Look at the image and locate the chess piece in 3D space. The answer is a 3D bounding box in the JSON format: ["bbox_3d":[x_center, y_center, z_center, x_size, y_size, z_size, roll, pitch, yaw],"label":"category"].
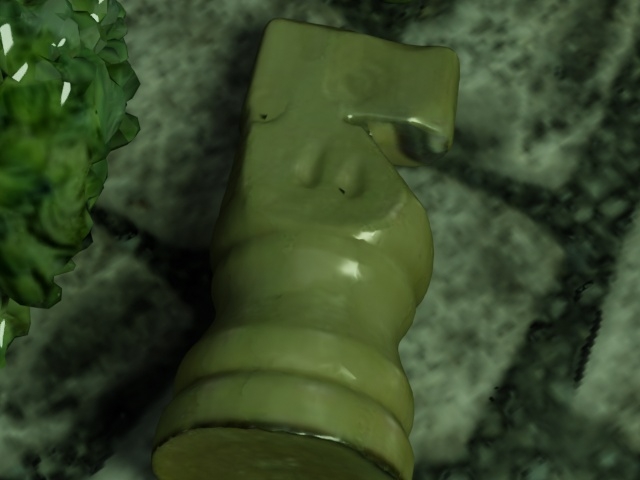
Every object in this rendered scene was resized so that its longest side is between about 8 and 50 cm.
[{"bbox_3d":[0.000,0.000,0.507,0.090,0.090,0.200,5,57,7],"label":"chess piece"}]

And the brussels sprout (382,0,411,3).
[{"bbox_3d":[0.029,-0.187,0.571,0.139,0.100,0.181,-14,84,16],"label":"brussels sprout"}]

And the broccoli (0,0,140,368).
[{"bbox_3d":[-0.263,-0.025,0.435,0.277,0.338,0.317,27,94,45],"label":"broccoli"}]
